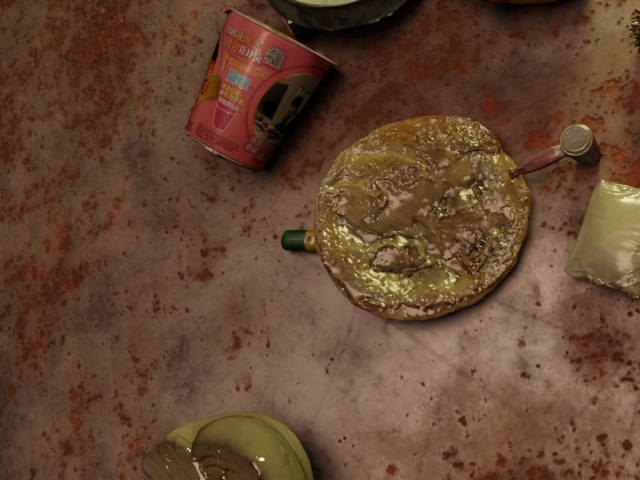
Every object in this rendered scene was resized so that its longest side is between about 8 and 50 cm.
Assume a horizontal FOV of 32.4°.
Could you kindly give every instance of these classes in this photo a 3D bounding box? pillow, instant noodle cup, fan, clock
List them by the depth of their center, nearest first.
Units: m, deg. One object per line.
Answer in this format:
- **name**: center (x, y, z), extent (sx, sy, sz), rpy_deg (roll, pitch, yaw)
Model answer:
- **pillow**: center (0.484, -0.008, 1.775), extent (0.134, 0.078, 0.181), rpy_deg (21, 85, 27)
- **fan**: center (0.000, 0.000, 2.009), extent (0.155, 0.039, 0.082), rpy_deg (2, 79, 25)
- **instant noodle cup**: center (-0.125, -0.273, 2.045), extent (0.244, 0.244, 0.255), rpy_deg (33, 98, 27)
- **clock**: center (0.040, -0.532, 2.056), extent (0.325, 0.067, 0.325), rpy_deg (-6, 59, 10)

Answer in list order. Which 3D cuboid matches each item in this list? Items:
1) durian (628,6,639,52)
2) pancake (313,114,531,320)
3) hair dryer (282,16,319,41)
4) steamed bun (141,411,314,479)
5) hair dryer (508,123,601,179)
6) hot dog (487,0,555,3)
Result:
- **durian**: center (0.594, -0.365, 1.782), extent (0.193, 0.138, 0.237), rpy_deg (-31, 66, 14)
- **pancake**: center (0.172, -0.041, 1.910), extent (0.386, 0.082, 0.387), rpy_deg (-3, 75, 12)
- **hair dryer**: center (-0.029, -0.519, 2.144), extent (0.128, 0.070, 0.256), rpy_deg (-25, 64, 16)
- **steamed bun**: center (-0.126, 0.443, 1.864), extent (0.309, 0.219, 0.324), rpy_deg (-6, 99, 37)
- **hair dryer**: center (0.385, -0.138, 1.833), extent (0.154, 0.106, 0.054), rpy_deg (-18, 70, 18)
- **hot dog**: center (0.286, -0.564, 1.922), extent (0.223, 0.185, 0.405), rpy_deg (-38, 73, 19)
